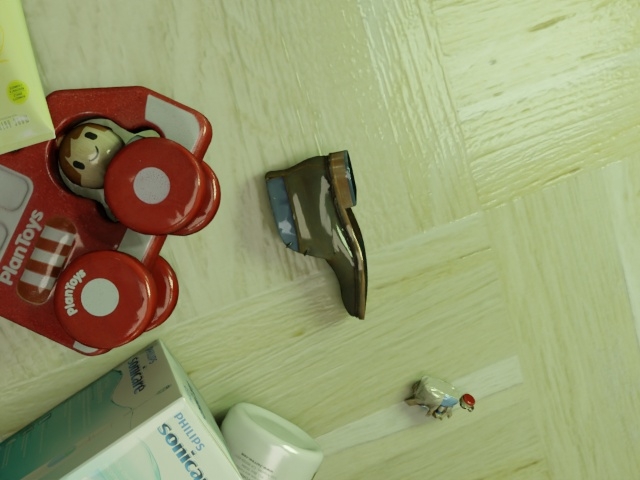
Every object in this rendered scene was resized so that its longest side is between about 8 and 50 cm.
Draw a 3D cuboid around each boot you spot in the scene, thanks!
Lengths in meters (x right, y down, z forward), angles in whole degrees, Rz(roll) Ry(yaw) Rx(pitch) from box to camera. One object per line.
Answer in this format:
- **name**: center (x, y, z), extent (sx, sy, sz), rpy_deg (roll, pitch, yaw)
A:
- **boot**: center (0.000, 0.000, 1.021), extent (0.106, 0.082, 0.219), rpy_deg (-7, 106, 7)

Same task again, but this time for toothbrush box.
- **toothbrush box**: center (-0.255, 0.262, 0.899), extent (0.296, 0.216, 0.126), rpy_deg (-35, 107, -10)

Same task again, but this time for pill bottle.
- **pill bottle**: center (-0.104, 0.327, 0.999), extent (0.131, 0.131, 0.229), rpy_deg (29, 90, -19)

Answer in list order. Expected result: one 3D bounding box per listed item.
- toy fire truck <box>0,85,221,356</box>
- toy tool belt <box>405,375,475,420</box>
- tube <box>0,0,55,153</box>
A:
- **toy fire truck**: center (-0.260, -0.032, 0.890), extent (0.254, 0.169, 0.302), rpy_deg (24, 91, 0)
- **toy tool belt**: center (0.162, 0.218, 1.111), extent (0.083, 0.052, 0.051), rpy_deg (23, 123, -16)
- **tube**: center (-0.336, -0.212, 0.850), extent (0.062, 0.070, 0.240), rpy_deg (-12, 91, -28)
